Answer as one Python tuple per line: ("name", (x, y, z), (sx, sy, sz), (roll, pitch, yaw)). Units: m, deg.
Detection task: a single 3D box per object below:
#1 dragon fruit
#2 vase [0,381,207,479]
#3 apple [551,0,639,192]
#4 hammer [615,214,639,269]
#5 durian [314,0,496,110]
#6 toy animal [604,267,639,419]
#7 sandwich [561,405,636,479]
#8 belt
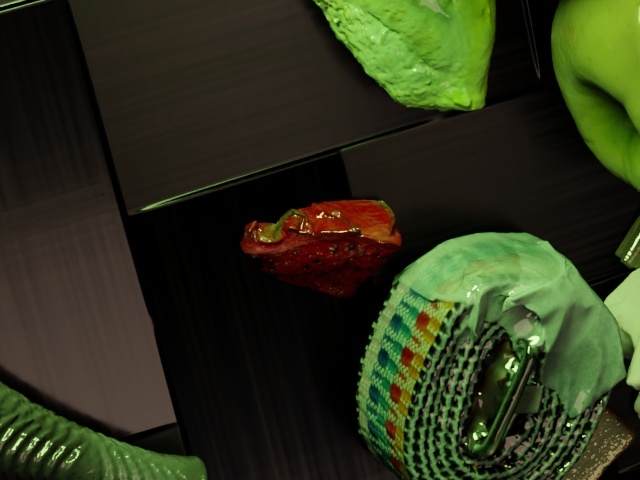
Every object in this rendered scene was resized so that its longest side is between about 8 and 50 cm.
("dragon fruit", (0.002, 0.001, 1.676), (0.131, 0.063, 0.097), (17, 97, -22))
("vase", (-0.216, 0.187, 1.635), (0.237, 0.115, 0.115), (22, 96, -27))
("apple", (0.336, -0.165, 1.648), (0.279, 0.279, 0.279), (-5, 105, -18))
("hammer", (0.368, -0.101, 1.794), (0.125, 0.027, 0.297), (29, 94, -23))
("durian", (0.069, -0.216, 1.622), (0.139, 0.101, 0.250), (-34, 112, -7))
("toy animal", (0.379, 0.138, 1.799), (0.138, 0.140, 0.282), (-47, 114, -4))
("sandwich", (0.240, 0.193, 1.821), (0.093, 0.036, 0.105), (39, 91, -24))
("belt", (0.151, 0.118, 1.711), (0.207, 0.150, 0.257), (20, 98, -31))
